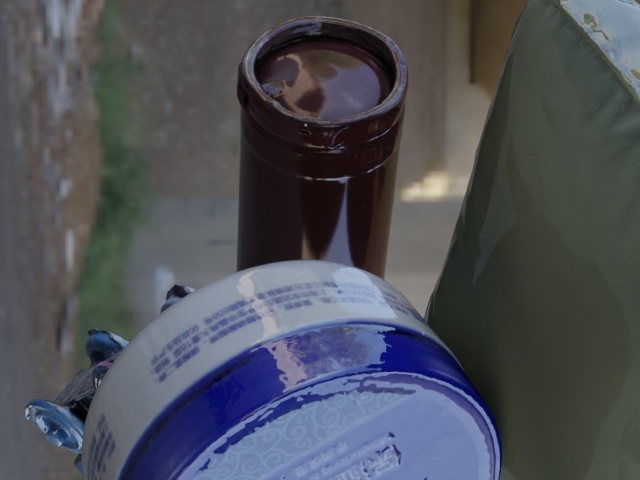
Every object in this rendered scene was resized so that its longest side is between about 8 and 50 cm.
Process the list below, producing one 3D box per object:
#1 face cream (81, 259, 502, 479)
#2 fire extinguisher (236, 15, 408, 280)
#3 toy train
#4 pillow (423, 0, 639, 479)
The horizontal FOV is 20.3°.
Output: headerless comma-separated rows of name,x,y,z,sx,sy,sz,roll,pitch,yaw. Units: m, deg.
face cream,-0.018,0.113,0.932,0.111,0.206,0.206,-122,-155,-47
fire extinguisher,0.000,0.000,1.068,0.269,0.105,0.105,95,-4,-46
toy train,-0.127,0.161,1.579,0.131,0.202,0.300,-50,-167,-31
pillow,0.154,0.053,0.909,0.255,0.120,0.322,56,-28,30
